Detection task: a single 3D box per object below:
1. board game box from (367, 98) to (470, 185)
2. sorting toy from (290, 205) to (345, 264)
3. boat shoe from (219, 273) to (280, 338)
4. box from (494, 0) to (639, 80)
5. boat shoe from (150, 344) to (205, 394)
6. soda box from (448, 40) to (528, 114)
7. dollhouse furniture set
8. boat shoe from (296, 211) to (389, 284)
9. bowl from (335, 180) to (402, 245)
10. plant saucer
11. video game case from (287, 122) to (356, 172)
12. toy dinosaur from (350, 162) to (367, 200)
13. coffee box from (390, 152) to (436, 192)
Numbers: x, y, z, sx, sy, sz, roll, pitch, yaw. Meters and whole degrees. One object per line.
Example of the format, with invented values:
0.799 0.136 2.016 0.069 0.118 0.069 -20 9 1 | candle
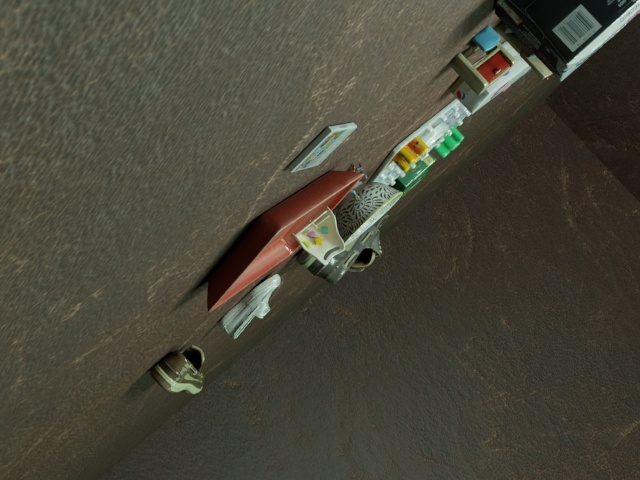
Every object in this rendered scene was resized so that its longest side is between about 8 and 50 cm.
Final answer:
0.252 -0.216 2.384 0.390 0.050 0.390 -39 173 -25 | board game box
0.000 0.000 1.708 0.083 0.075 0.045 -39 173 -27 | sorting toy
-0.151 0.153 2.372 0.184 0.063 0.066 -42 174 6 | boat shoe
0.411 -0.388 1.573 0.247 0.163 0.142 -42 173 6 | box
-0.289 0.281 2.284 0.095 0.095 0.257 -48 174 1 | boat shoe
0.352 -0.337 2.052 0.216 0.069 0.074 -38 173 -37 | soda box
0.344 -0.328 1.751 0.184 0.129 0.129 -40 174 -22 | dollhouse furniture set
0.076 0.017 2.533 0.132 0.130 0.355 -45 173 39 | boat shoe
0.085 -0.072 2.189 0.170 0.080 0.170 -42 174 -6 | bowl
-0.072 -0.011 1.764 0.258 0.047 0.259 -36 171 -47 | plant saucer
0.004 -0.136 1.504 0.087 0.011 0.122 -43 174 20 | video game case
0.047 -0.112 1.948 0.082 0.047 0.090 -35 143 16 | toy dinosaur
0.236 -0.166 2.693 0.113 0.040 0.184 -41 175 -8 | coffee box
